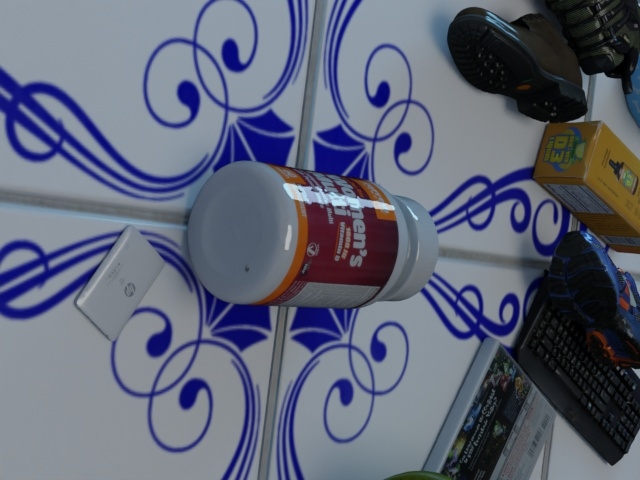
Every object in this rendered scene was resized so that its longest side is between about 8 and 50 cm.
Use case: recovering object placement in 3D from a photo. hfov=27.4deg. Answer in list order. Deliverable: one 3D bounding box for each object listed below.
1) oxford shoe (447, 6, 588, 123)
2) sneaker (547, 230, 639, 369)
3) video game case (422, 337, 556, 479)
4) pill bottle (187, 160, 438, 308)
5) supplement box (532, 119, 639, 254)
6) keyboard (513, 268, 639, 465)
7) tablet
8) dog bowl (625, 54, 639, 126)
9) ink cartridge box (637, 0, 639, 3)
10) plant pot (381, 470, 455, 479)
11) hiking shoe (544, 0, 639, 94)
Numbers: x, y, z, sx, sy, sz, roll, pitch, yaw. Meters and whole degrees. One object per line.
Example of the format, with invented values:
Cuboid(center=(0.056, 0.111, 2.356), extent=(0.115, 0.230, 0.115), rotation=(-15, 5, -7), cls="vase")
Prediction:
Cuboid(center=(0.207, -0.206, 1.407), extent=(0.227, 0.083, 0.096), rotation=(24, 60, -49), cls="oxford shoe")
Cuboid(center=(0.327, 0.060, 1.534), extent=(0.221, 0.083, 0.087), rotation=(57, 38, -40), cls="sneaker")
Cuboid(center=(0.192, 0.233, 1.479), extent=(0.173, 0.022, 0.190), rotation=(49, 61, -41), cls="video game case")
Cuboid(center=(0.000, 0.000, 1.156), extent=(0.221, 0.121, 0.121), rotation=(5, 91, -48), cls="pill bottle")
Cuboid(center=(0.347, -0.060, 1.573), extent=(0.233, 0.080, 0.078), rotation=(35, 68, -47), cls="supplement box")
Cuboid(center=(0.348, 0.135, 1.635), extent=(0.317, 0.033, 0.201), rotation=(45, 62, -42), cls="keyboard")
Cuboid(center=(-0.162, 0.035, 1.066), extent=(0.083, 0.006, 0.054), rotation=(-58, 133, -25), cls="tablet")
Cuboid(center=(0.486, -0.179, 1.716), extent=(0.297, 0.074, 0.166), rotation=(44, 63, -43), cls="dog bowl")
Cuboid(center=(0.398, -0.384, 1.523), extent=(0.219, 0.160, 0.092), rotation=(51, 57, -40), cls="ink cartridge box")
Cuboid(center=(0.170, 0.401, 1.267), extent=(0.353, 0.366, 0.366), rotation=(36, 68, -32), cls="plant pot")
Cuboid(center=(0.310, -0.250, 1.479), extent=(0.227, 0.086, 0.114), rotation=(25, 54, -47), cls="hiking shoe")
